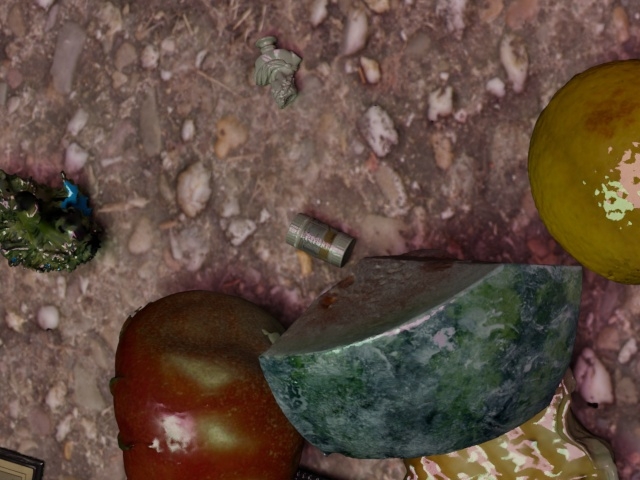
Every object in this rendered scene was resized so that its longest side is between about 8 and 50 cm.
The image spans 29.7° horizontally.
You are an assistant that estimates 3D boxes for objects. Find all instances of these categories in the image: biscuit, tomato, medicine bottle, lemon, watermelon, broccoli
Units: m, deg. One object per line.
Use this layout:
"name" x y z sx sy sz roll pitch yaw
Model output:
"biscuit" 0.272 0.291 1.536 0.329 0.078 0.335 21 100 16
"tomato" -0.135 0.217 1.537 0.239 0.303 0.303 -6 93 -1
"medicine bottle" 0.000 0.000 1.600 0.083 0.047 0.047 25 101 13
"lemon" 0.368 -0.078 1.383 0.267 0.267 0.267 2 95 16
"watermelon" 0.128 0.105 1.459 0.387 0.258 0.228 -20 125 6
"broccoli" -0.387 -0.031 1.655 0.154 0.160 0.167 -17 78 -10

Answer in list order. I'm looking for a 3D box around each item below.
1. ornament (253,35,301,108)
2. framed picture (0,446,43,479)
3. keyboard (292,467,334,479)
"ornament" -0.058 -0.225 1.601 0.092 0.041 0.068 45 99 18
"framed picture" -0.513 0.396 1.804 0.199 0.010 0.195 13 99 14
"keyboard" 0.031 0.356 1.615 0.204 0.013 0.061 14 104 29
